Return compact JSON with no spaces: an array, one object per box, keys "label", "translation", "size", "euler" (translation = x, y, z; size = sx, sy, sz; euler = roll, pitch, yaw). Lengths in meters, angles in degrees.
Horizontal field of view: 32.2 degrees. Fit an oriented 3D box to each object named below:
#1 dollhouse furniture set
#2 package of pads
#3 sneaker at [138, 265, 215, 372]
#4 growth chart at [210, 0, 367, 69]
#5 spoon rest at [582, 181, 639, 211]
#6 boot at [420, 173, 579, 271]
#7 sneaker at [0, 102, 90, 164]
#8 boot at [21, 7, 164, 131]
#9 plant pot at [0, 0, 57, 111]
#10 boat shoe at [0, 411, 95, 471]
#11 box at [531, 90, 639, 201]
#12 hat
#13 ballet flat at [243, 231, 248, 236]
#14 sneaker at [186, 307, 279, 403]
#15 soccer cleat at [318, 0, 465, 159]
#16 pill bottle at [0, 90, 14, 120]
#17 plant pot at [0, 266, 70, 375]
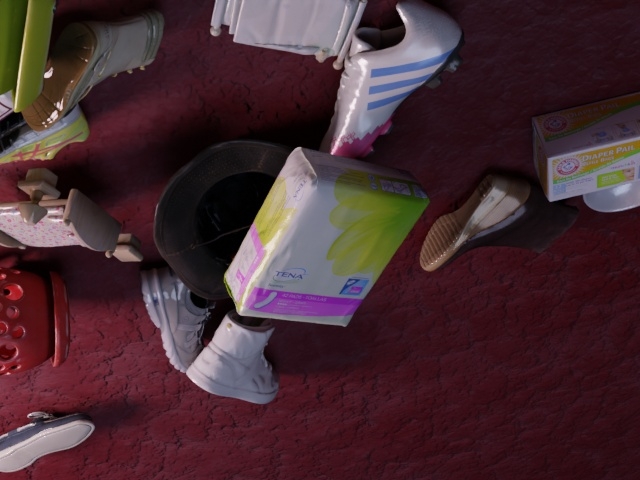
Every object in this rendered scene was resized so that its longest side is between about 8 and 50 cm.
[{"label":"dollhouse furniture set","translation":[-0.510,0.016,1.753],"size":[0.303,0.174,0.355],"euler":[-2,156,25]},{"label":"package of pads","translation":[0.000,0.000,1.751],"size":[0.229,0.101,0.296],"euler":[9,127,-33]},{"label":"sneaker","translation":[-0.243,0.150,2.055],"size":[0.115,0.105,0.281],"euler":[-16,141,0]},{"label":"growth chart","translation":[-0.044,-0.337,1.609],"size":[0.237,0.021,0.172],"euler":[10,135,-22]},{"label":"spoon rest","translation":[0.594,-0.121,1.942],"size":[0.276,0.084,0.137],"euler":[-23,140,13]},{"label":"boot","translation":[0.323,-0.005,2.010],"size":[0.207,0.090,0.248],"euler":[21,126,-29]},{"label":"sneaker","translation":[-0.446,-0.149,1.694],"size":[0.208,0.081,0.094],"euler":[-18,147,12]},{"label":"boot","translation":[-0.321,-0.242,1.564],"size":[0.213,0.077,0.165],"euler":[-43,173,40]},{"label":"plant pot","translation":[-0.456,-0.302,1.414],"size":[0.207,0.228,0.227],"euler":[1,138,-22]},{"label":"boat shoe","translation":[-0.574,0.401,2.286],"size":[0.254,0.079,0.095],"euler":[-29,138,23]},{"label":"box","translation":[0.465,-0.158,1.858],"size":[0.203,0.103,0.114],"euler":[-14,139,3]},{"label":"hat","translation":[-0.127,-0.062,1.808],"size":[0.331,0.134,0.331],"euler":[-10,133,-11]},{"label":"ballet flat","translation":[-0.105,0.043,1.990],"size":[0.079,0.077,0.221],"euler":[-6,135,-11]},{"label":"sneaker","translation":[-0.126,0.218,2.152],"size":[0.169,0.108,0.292],"euler":[-57,155,5]},{"label":"soccer cleat","translation":[0.076,-0.243,1.693],"size":[0.143,0.116,0.331],"euler":[35,125,-15]},{"label":"pill bottle","translation":[-0.480,-0.215,1.605],"size":[0.152,0.086,0.086],"euler":[-29,136,20]},{"label":"plant pot","translation":[-0.526,0.138,1.918],"size":[0.174,0.191,0.191],"euler":[-2,139,-17]}]
